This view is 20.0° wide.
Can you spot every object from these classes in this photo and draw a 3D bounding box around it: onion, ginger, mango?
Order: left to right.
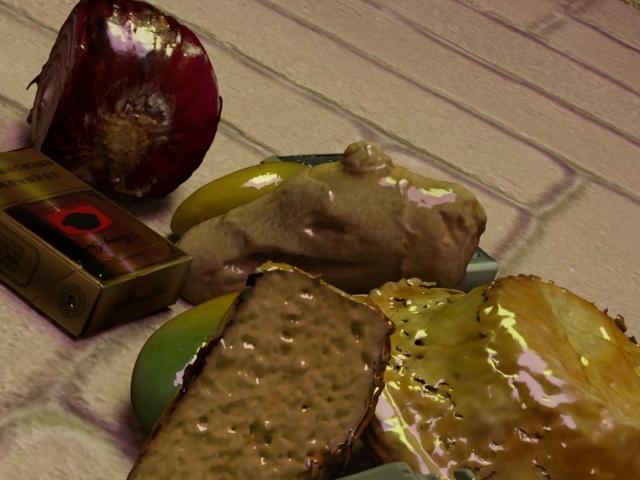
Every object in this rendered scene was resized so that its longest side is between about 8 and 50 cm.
[{"bbox_3d":[-0.208,-0.164,2.049,0.206,0.207,0.216,19,19,-22],"label":"onion"},{"bbox_3d":[-0.083,0.126,1.727,0.251,0.114,0.156,-20,60,-40],"label":"mango"},{"bbox_3d":[-0.072,-0.038,2.047,0.191,0.122,0.085,-15,82,-46],"label":"mango"},{"bbox_3d":[0.000,0.000,1.930,0.354,0.190,0.126,-15,28,7],"label":"ginger"}]

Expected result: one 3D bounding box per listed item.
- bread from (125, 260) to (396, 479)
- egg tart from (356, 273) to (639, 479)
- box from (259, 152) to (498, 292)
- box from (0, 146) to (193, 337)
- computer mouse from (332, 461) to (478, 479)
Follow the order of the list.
[{"bbox_3d":[-0.052,0.145,1.573,0.160,0.260,0.147,28,2,-7],"label":"bread"},{"bbox_3d":[0.221,0.175,1.721,0.443,0.178,0.443,29,27,-17],"label":"egg tart"},{"bbox_3d":[0.073,-0.025,2.229,0.211,0.045,0.270,-3,36,-42],"label":"box"},{"bbox_3d":[-0.272,-0.003,1.862,0.240,0.071,0.159,34,25,24],"label":"box"},{"bbox_3d":[0.064,0.321,1.331,0.145,0.228,0.429,58,5,-23],"label":"computer mouse"}]
